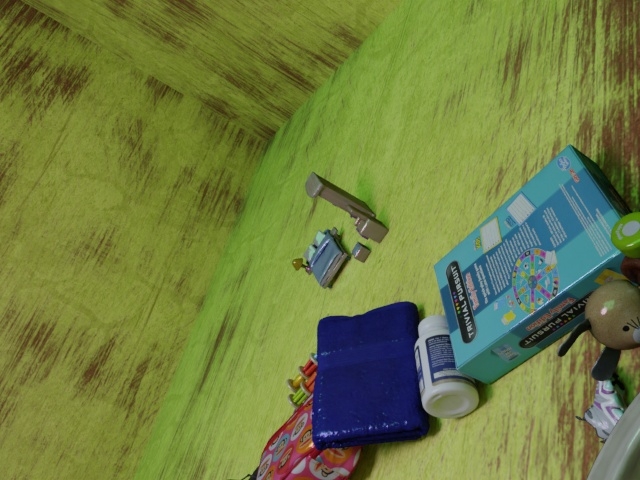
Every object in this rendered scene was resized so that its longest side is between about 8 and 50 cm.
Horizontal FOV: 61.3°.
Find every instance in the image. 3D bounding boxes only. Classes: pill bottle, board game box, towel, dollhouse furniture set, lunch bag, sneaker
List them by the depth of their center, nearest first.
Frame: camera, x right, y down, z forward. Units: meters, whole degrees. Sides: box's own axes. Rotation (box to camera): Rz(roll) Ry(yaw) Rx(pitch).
[{"bbox_3d":[0.362,0.214,0.703,0.069,0.038,0.098,-44,27,38],"label":"sneaker"},{"bbox_3d":[0.347,0.041,0.896,0.336,0.079,0.253,-48,25,33],"label":"board game box"},{"bbox_3d":[0.218,0.217,0.956,0.094,0.094,0.169,-48,25,33],"label":"pill bottle"},{"bbox_3d":[0.099,0.268,1.089,0.228,0.076,0.308,-14,37,15],"label":"towel"},{"bbox_3d":[-0.025,0.452,1.186,0.293,0.120,0.258,-51,9,20],"label":"lunch bag"},{"bbox_3d":[0.000,0.000,1.591,0.303,0.198,0.286,-58,21,13],"label":"dollhouse furniture set"}]

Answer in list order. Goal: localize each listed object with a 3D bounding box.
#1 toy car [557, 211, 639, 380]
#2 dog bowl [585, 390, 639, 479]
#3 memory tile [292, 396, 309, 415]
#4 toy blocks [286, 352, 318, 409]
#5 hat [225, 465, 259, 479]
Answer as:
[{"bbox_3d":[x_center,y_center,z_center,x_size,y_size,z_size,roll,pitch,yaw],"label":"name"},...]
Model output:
[{"bbox_3d":[0.375,0.092,0.635,0.188,0.155,0.149,-49,23,18],"label":"toy car"},{"bbox_3d":[0.359,0.212,0.365,0.407,0.150,0.408,-53,-7,-10],"label":"dog bowl"},{"bbox_3d":[-0.055,0.472,1.393,0.113,0.012,0.147,-5,59,66],"label":"memory tile"},{"bbox_3d":[-0.022,0.349,1.394,0.148,0.054,0.123,-51,17,11],"label":"toy blocks"},{"bbox_3d":[-0.200,0.673,1.314,0.331,0.134,0.331,-49,24,30],"label":"hat"}]
